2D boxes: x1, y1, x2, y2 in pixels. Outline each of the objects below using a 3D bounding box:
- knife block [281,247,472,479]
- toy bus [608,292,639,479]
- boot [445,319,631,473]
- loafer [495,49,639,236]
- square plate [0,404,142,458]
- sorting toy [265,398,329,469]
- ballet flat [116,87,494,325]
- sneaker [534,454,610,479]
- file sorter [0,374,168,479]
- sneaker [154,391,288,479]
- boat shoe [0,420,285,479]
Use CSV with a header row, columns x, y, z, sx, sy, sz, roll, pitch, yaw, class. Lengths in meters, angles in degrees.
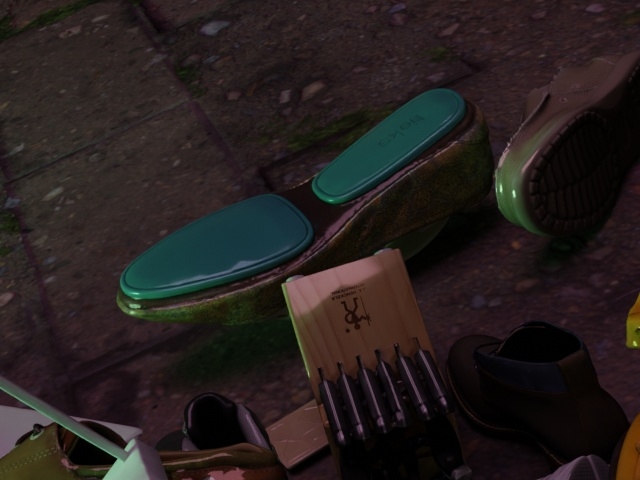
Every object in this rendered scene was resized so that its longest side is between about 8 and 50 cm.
x,y,z,sx,sy,sz,roll,pitch,yaw,class
0.050,0.140,1.204,0.088,0.242,0.275,-16,-14,-1,knife block
0.253,0.064,1.046,0.149,0.211,0.220,1,36,34,toy bus
0.143,0.085,1.197,0.082,0.106,0.219,-30,29,-15,boot
0.209,-0.081,1.469,0.092,0.102,0.268,-3,24,35,loafer
-0.368,0.211,1.326,0.347,0.049,0.344,2,19,38,square plate
-0.001,0.141,1.303,0.083,0.012,0.062,-30,31,-15,sorting toy
0.000,0.000,1.450,0.348,0.123,0.123,-31,28,-10,ballet flat
0.133,0.200,1.071,0.061,0.053,0.152,-26,19,50,sneaker
-0.222,0.221,0.936,0.277,0.173,0.193,-55,20,5,file sorter
-0.070,0.150,1.206,0.086,0.132,0.229,-31,29,-19,sneaker
-0.159,0.165,1.118,0.307,0.104,0.111,3,6,18,boat shoe
